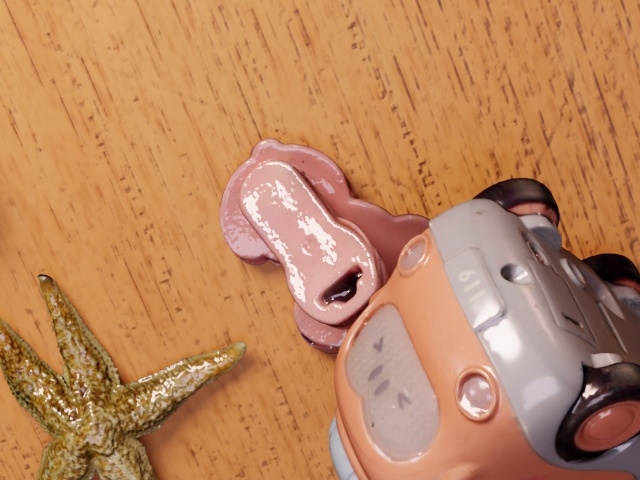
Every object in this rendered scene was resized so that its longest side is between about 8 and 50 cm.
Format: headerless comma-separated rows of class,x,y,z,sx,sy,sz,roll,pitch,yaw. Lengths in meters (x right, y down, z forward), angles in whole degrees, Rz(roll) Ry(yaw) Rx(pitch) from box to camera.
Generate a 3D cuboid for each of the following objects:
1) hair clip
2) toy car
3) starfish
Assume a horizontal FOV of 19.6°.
hair clip,0.003,0.001,1.258,0.123,0.102,0.138,-45,72,9
toy car,0.120,0.108,1.193,0.212,0.180,0.270,-36,141,17
starfish,-0.148,0.123,1.285,0.217,0.050,0.223,-34,111,1
